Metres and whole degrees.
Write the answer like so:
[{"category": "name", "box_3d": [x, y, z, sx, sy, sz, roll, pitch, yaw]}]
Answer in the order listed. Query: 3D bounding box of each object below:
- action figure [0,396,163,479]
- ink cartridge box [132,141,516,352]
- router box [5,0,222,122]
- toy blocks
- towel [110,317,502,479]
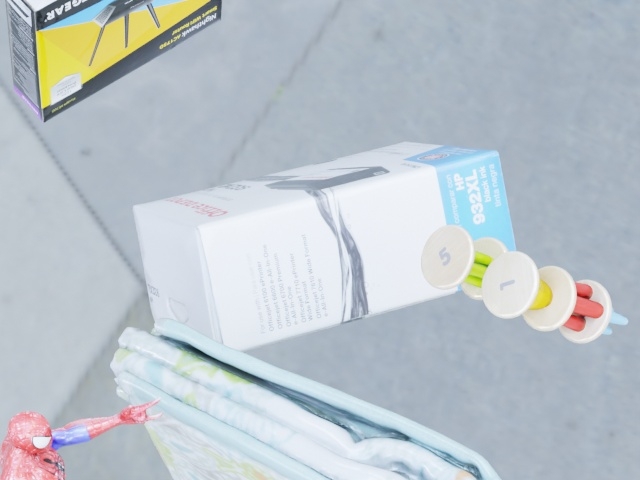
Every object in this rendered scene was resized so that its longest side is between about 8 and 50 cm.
[{"category": "action figure", "box_3d": [-0.178, 0.227, 1.380, 0.139, 0.280, 0.091, -9, 44, -1]}, {"category": "ink cartridge box", "box_3d": [0.000, 0.000, 1.667, 0.223, 0.307, 0.129, -164, 61, -67]}, {"category": "router box", "box_3d": [-0.154, -0.184, 1.321, 0.046, 0.179, 0.133, 46, 154, 22]}, {"category": "toy blocks", "box_3d": [0.169, 0.039, 1.389, 0.123, 0.148, 0.054, 26, 95, 45]}, {"category": "towel", "box_3d": [0.011, 0.225, 1.487, 0.374, 0.320, 0.090, 24, 65, 27]}]
